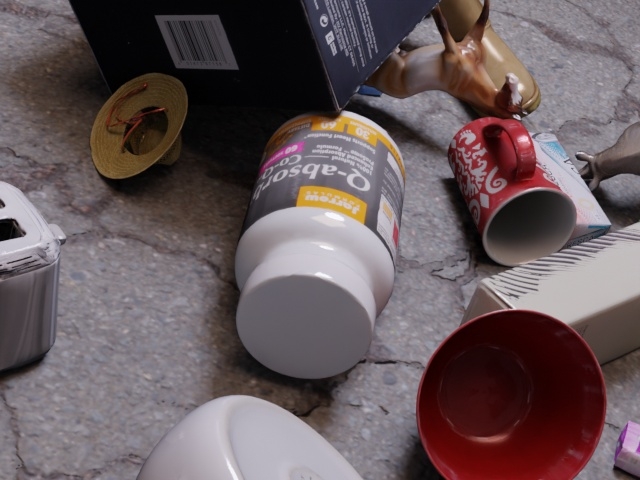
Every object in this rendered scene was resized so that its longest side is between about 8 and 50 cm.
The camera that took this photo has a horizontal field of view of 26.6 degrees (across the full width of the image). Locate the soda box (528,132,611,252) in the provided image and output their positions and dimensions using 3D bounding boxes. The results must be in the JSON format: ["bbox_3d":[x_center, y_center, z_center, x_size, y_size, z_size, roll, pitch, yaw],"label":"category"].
[{"bbox_3d":[0.286,-0.057,1.662,0.063,0.058,0.183,2,41,-22],"label":"soda box"}]

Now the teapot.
[{"bbox_3d":[-0.064,0.252,1.026,0.252,0.187,0.256,49,16,7],"label":"teapot"}]

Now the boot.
[{"bbox_3d":[0.177,-0.305,1.765,0.089,0.269,0.236,-32,40,0],"label":"boot"}]

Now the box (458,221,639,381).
[{"bbox_3d":[0.274,0.075,1.449,0.275,0.113,0.094,-16,49,-40],"label":"box"}]

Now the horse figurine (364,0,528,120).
[{"bbox_3d":[0.122,-0.233,1.673,0.263,0.174,0.066,0,31,23],"label":"horse figurine"}]

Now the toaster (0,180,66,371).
[{"bbox_3d":[-0.333,0.040,1.190,0.227,0.146,0.129,-14,47,-36],"label":"toaster"}]

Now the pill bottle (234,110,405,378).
[{"bbox_3d":[0.000,0.000,1.377,0.162,0.162,0.278,16,37,-5],"label":"pill bottle"}]

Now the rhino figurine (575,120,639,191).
[{"bbox_3d":[0.411,-0.117,1.683,0.106,0.243,0.073,-25,94,-60],"label":"rhino figurine"}]

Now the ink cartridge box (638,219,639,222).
[{"bbox_3d":[0.534,0.026,1.621,0.273,0.115,0.198,38,41,24],"label":"ink cartridge box"}]

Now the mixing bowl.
[{"bbox_3d":[0.168,0.151,1.284,0.181,0.181,0.098,13,-1,-9],"label":"mixing bowl"}]

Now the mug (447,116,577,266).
[{"bbox_3d":[0.227,-0.078,1.595,0.113,0.150,0.169,13,32,-25],"label":"mug"}]

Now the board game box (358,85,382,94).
[{"bbox_3d":[0.067,-0.319,1.808,0.039,0.160,0.211,5,40,-13],"label":"board game box"}]

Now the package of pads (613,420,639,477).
[{"bbox_3d":[0.338,0.220,1.359,0.083,0.032,0.050,24,36,6],"label":"package of pads"}]

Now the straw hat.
[{"bbox_3d":[-0.187,-0.116,1.516,0.061,0.144,0.144,42,15,-46],"label":"straw hat"}]

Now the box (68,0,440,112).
[{"bbox_3d":[-0.059,-0.309,1.551,0.343,0.179,0.312,6,40,36],"label":"box"}]
